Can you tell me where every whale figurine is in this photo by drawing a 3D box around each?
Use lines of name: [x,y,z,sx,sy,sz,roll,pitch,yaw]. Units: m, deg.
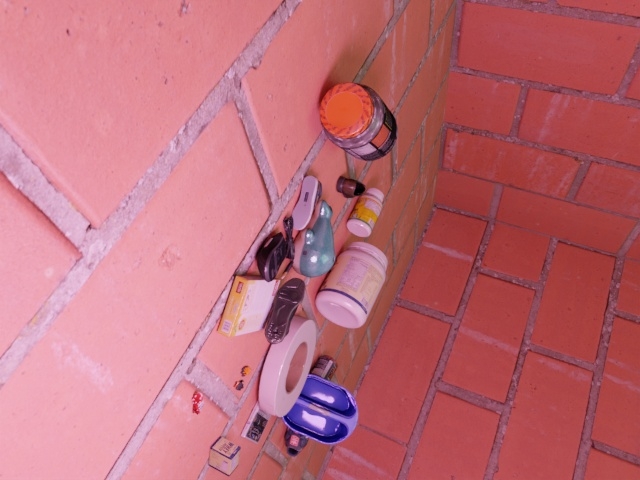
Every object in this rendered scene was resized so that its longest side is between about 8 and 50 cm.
whale figurine: [0.000,0.000,1.761,0.272,0.141,0.216,-69,161,-8]

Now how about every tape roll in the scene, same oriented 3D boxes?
tape roll: [-0.121,0.484,1.946,0.392,0.071,0.392,15,90,-72]

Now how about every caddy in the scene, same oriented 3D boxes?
caddy: [-0.010,0.710,2.130,0.179,0.341,0.241,104,8,-77]

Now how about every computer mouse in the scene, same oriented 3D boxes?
computer mouse: [-0.142,0.059,1.560,0.262,0.060,0.184,-67,160,-50]

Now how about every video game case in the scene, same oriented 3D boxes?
video game case: [-0.234,0.683,1.930,0.190,0.022,0.173,74,39,-60]

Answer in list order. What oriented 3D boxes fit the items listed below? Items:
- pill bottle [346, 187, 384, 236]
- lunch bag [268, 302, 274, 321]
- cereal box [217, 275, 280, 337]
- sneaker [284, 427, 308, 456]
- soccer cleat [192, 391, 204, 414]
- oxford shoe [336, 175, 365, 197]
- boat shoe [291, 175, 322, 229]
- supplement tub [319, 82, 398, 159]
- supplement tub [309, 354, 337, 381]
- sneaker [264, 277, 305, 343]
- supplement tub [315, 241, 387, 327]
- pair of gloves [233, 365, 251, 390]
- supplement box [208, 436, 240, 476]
pill bottle: [0.207,-0.130,2.249,0.209,0.117,0.118,-63,159,-23]
lunch bag: [-0.138,0.250,1.717,0.053,0.071,0.083,-55,154,-45]
cereal box: [-0.208,0.192,1.505,0.240,0.047,0.173,15,94,-73]
sneaker: [-0.098,0.866,2.302,0.148,0.131,0.350,-56,156,-49]
soccer cleat: [-0.342,0.453,1.414,0.036,0.029,0.083,-57,161,-59]
oxford shoe: [0.140,-0.204,2.033,0.227,0.096,0.083,-9,114,-71]
boat shoe: [-0.038,-0.119,1.662,0.083,0.065,0.184,17,91,-70]
supplement tub: [0.128,-0.388,1.657,0.338,0.207,0.207,6,102,-71]
supplement tub: [-0.001,0.656,2.419,0.198,0.106,0.106,-53,154,-41]
sneaker: [-0.120,0.232,1.638,0.130,0.087,0.228,122,-10,-71]
supplement tub: [0.143,0.190,2.186,0.325,0.235,0.235,-60,158,-31]
pair of gloves: [-0.258,0.459,1.673,0.083,0.010,0.074,-65,160,-16]
supplement box: [-0.312,0.702,1.635,0.056,0.083,0.083,-37,142,-60]
